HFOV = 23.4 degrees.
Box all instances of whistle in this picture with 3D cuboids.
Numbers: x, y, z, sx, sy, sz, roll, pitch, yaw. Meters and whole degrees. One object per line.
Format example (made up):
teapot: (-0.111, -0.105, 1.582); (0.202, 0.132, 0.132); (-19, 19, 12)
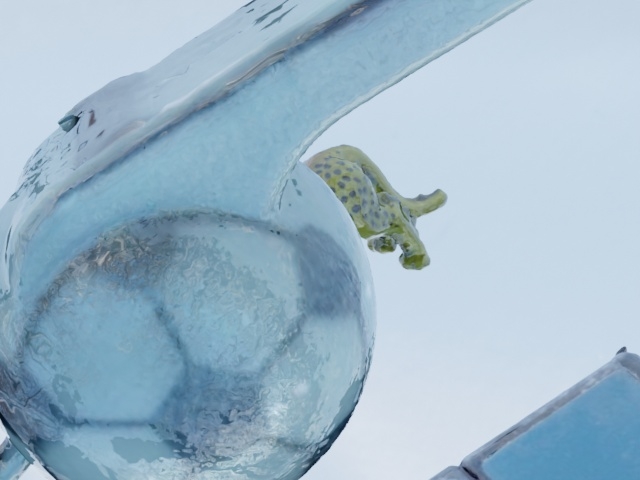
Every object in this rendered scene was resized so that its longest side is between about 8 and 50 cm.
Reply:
whistle: (-0.025, 0.008, 0.569); (0.290, 0.163, 0.163); (-33, 123, 2)

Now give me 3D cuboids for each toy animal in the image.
toy animal: (0.000, 0.000, 0.936); (0.073, 0.181, 0.136); (11, 147, 45)

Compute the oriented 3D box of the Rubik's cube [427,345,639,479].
Rubik's cube: (0.206, 0.326, 1.066); (0.313, 0.318, 0.316); (-32, 130, -9)
